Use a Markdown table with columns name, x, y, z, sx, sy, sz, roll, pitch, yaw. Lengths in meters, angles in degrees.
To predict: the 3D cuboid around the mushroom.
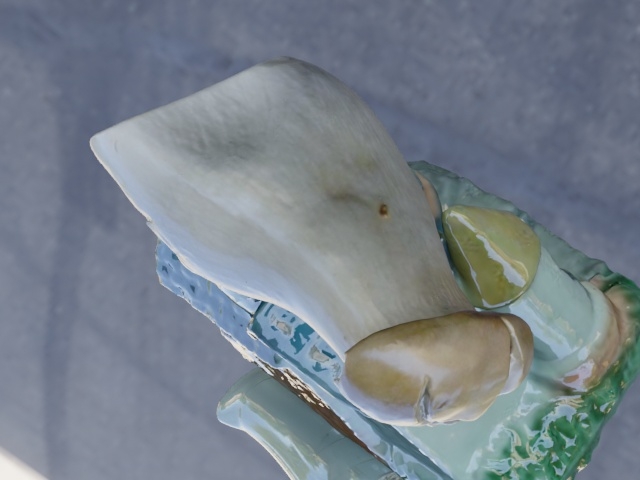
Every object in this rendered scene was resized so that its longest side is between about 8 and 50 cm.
| name | x | y | z | sx | sy | sz | roll | pitch | yaw |
| --- | --- | --- | --- | --- | --- | --- | --- | --- | --- |
| mushroom | 0.000 | 0.000 | 0.828 | 0.225 | 0.116 | 0.093 | 45 | 139 | 31 |

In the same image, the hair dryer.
| name | x | y | z | sx | sy | sz | roll | pitch | yaw |
| --- | --- | --- | --- | --- | --- | --- | --- | --- | --- |
| hair dryer | 0.057 | 0.094 | 1.464 | 0.206 | 0.237 | 0.075 | 37 | 166 | 51 |

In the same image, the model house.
| name | x | y | z | sx | sy | sz | roll | pitch | yaw |
| --- | --- | --- | --- | --- | --- | --- | --- | --- | --- |
| model house | 0.021 | 0.008 | 1.233 | 0.267 | 0.194 | 0.325 | 34 | 176 | 41 |
